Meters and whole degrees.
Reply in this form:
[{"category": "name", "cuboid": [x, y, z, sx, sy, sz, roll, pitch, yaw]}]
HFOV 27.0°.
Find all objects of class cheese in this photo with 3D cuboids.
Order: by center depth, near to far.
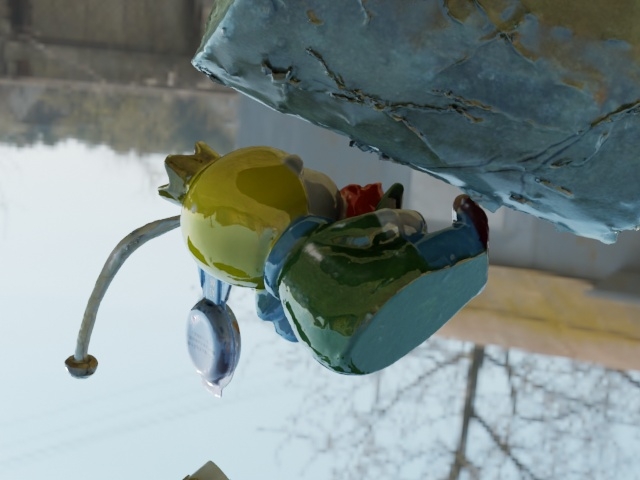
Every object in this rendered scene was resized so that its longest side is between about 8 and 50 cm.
[{"category": "cheese", "cuboid": [-0.165, 0.123, 2.056, 0.052, 0.245, 0.135, -10, -158, -36]}]

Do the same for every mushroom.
[{"category": "mushroom", "cuboid": [-0.243, 0.046, 1.668, 0.068, 0.306, 0.043, 32, -163, -1]}]

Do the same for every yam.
[{"category": "yam", "cuboid": [0.103, -0.151, 0.921, 0.348, 0.241, 0.241, 18, -176, -13]}]

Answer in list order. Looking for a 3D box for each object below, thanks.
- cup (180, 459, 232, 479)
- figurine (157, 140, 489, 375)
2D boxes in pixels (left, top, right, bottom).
[{"category": "cup", "cuboid": [-0.202, 0.454, 1.963, 0.226, 0.185, 0.241, -32, -174, -17]}, {"category": "figurine", "cuboid": [0.001, -0.012, 1.018, 0.185, 0.127, 0.234, -35, -132, -20]}]
